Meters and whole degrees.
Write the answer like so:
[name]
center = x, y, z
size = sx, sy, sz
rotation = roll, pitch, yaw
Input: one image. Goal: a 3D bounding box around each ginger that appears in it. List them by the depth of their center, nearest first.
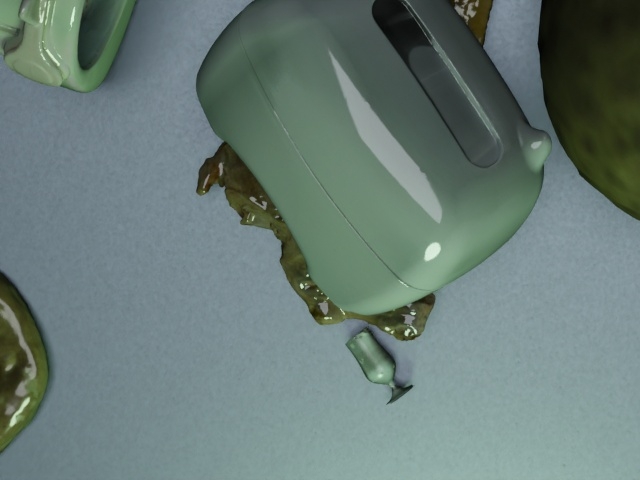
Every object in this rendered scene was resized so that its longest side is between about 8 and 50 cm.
[ginger]
center = -0.002, -0.002, 1.920
size = 0.122, 0.084, 0.290
rotation = -43, 88, -16

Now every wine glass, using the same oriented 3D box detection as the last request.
[wine glass]
center = 0.061, 0.131, 1.936
size = 0.039, 0.042, 0.083
rotation = -35, 89, 13

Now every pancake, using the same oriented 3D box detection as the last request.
[pancake]
center = -0.445, 0.138, 1.981
size = 0.294, 0.049, 0.295
rotation = 0, 94, 6

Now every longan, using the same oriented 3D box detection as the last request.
[longan]
center = 0.398, -0.187, 1.716
size = 0.391, 0.391, 0.391
rotation = 1, 95, 5

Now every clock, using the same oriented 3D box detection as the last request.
[clock]
center = -0.243, -0.281, 1.784
size = 0.108, 0.324, 0.265
rotation = 20, 96, 3

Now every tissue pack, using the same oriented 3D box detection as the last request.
[tissue pack]
center = 0.058, -0.113, 1.789
size = 0.333, 0.229, 0.236
rotation = 56, 137, 1

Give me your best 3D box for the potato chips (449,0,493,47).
[potato chips]
center = 0.190, -0.329, 1.872
size = 0.080, 0.057, 0.407
rotation = 20, 98, -3
